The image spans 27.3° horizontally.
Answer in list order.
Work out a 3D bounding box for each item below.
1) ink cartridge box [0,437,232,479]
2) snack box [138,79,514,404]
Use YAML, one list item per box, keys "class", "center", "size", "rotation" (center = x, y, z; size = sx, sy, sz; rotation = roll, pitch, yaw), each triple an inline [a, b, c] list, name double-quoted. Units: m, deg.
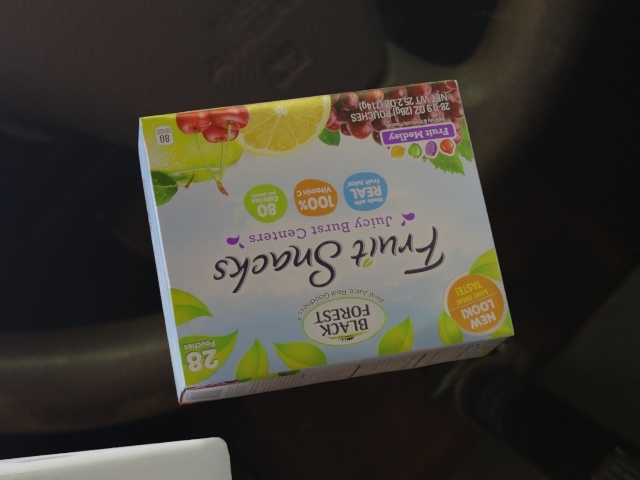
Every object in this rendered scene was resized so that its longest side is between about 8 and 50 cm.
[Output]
- class: "ink cartridge box"
  center: [-0.265, 0.205, 0.679]
  size: [0.279, 0.385, 0.160]
  rotation: [-11, 81, 36]
- class: "snack box"
  center: [0.000, 0.000, 0.833]
  size: [0.207, 0.070, 0.174]
  rotation: [-8, 75, -10]
